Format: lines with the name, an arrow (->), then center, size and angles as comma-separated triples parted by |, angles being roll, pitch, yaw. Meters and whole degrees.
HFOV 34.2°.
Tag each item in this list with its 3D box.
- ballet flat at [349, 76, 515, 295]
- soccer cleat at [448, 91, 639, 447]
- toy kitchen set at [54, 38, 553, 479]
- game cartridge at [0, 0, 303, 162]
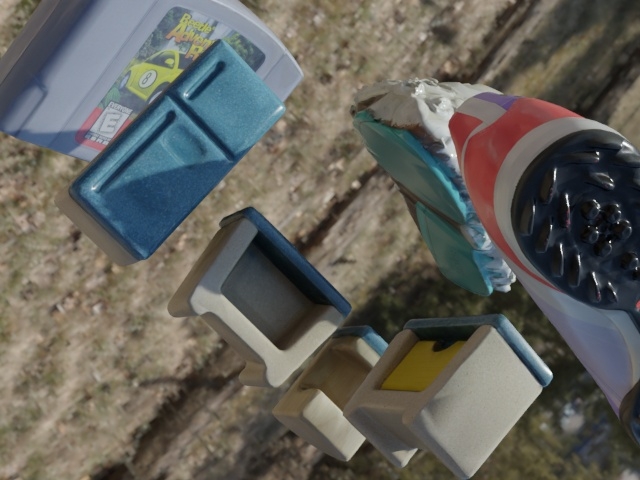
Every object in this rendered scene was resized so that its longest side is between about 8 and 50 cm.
ballet flat -> 0.132, -0.071, 0.979 | 0.147, 0.147, 0.409 | -43, 155, -3
soccer cleat -> 0.186, 0.029, 0.656 | 0.108, 0.116, 0.318 | -41, 124, 3
toy kitchen set -> 0.000, 0.000, 0.515 | 0.122, 0.207, 0.166 | -50, -165, -22
game cartridge -> -0.146, -0.150, 0.967 | 0.196, 0.060, 0.294 | -53, 147, 14
